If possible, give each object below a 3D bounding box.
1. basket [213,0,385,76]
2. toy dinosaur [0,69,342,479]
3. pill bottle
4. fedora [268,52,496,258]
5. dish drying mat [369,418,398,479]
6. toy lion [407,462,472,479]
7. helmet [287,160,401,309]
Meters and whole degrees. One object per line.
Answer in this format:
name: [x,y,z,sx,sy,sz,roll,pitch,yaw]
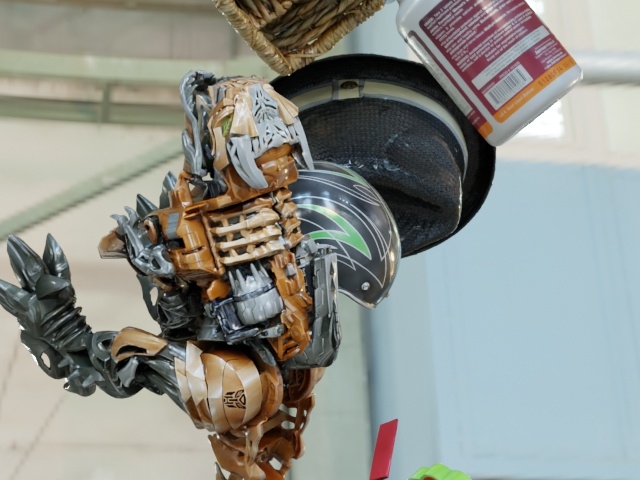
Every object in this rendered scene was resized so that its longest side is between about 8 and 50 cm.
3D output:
basket: [-0.002,-0.352,1.605,0.299,0.223,0.213,-35,-7,5]
toy dinosaur: [-0.073,0.055,0.923,0.218,0.322,0.164,19,11,39]
pill bottle: [0.154,-0.214,1.547,0.121,0.221,0.121,-38,-3,-3]
fedora: [0.051,-0.062,1.825,0.334,0.152,0.334,-1,-55,-1]
dish drying mat: [0.078,0.259,1.876,0.008,0.083,0.032,37,-44,-26]
toy lion: [0.090,0.188,0.946,0.096,0.034,0.100,18,-55,32]
helmet: [0.000,0.000,1.590,0.162,0.169,0.169,-16,-31,7]
